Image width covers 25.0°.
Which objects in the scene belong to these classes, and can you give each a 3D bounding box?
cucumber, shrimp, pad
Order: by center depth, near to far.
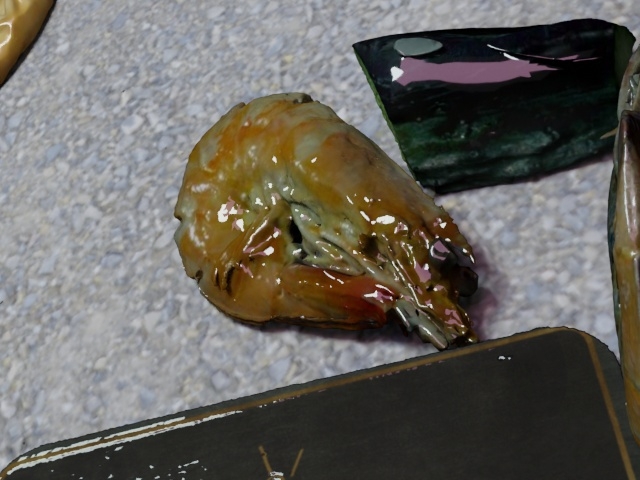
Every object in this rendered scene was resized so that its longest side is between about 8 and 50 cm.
[{"bbox_3d":[-0.011,0.181,0.706,0.375,0.063,0.315,-15,49,7],"label":"pad"},{"bbox_3d":[0.172,-0.030,0.755,0.058,0.169,0.296,-3,53,14],"label":"shrimp"},{"bbox_3d":[0.001,0.001,0.921,0.154,0.062,0.294,-55,43,0],"label":"shrimp"},{"bbox_3d":[0.102,-0.099,0.924,0.193,0.086,0.115,-3,52,22],"label":"cucumber"}]

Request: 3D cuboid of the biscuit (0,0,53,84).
[{"bbox_3d":[-0.344,-0.234,1.334,0.204,0.040,0.309,-47,45,-10],"label":"biscuit"}]
